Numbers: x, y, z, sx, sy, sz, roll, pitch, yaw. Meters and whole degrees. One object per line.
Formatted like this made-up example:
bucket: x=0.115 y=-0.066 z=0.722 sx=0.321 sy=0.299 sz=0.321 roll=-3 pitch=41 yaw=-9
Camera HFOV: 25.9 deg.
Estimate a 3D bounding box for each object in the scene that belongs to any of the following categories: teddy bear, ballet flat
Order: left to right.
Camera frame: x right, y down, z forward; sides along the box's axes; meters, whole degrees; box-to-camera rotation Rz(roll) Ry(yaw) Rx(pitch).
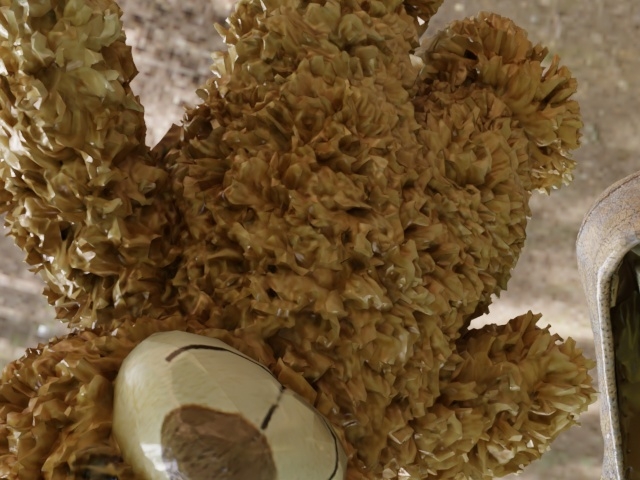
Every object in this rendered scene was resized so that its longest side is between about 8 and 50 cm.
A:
teddy bear: x=0.000 y=0.000 z=0.464 sx=0.113 sy=0.338 sz=0.245 roll=-15 pitch=106 yaw=43
ballet flat: x=0.181 y=0.124 z=0.662 sx=0.108 sy=0.316 sz=0.106 roll=-15 pitch=-174 yaw=7
